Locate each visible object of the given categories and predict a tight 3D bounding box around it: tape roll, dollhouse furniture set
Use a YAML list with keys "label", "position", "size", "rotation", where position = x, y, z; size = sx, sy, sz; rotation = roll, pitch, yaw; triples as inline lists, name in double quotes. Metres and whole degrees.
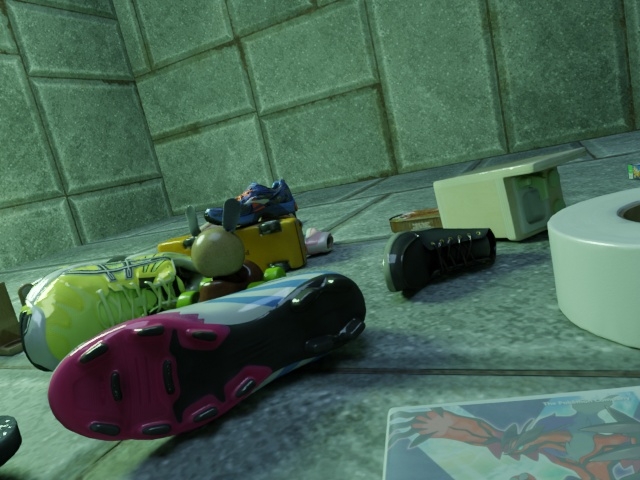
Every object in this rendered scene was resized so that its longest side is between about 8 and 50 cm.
- label: "tape roll"
  position: [0.386, 0.011, 0.461]
  size: [0.286, 0.100, 0.286]
  rotation: [-12, 11, 2]
- label: "dollhouse furniture set"
  position: [-0.509, 0.124, 0.857]
  size: [0.151, 0.123, 0.144]
  rotation: [-6, 13, 30]

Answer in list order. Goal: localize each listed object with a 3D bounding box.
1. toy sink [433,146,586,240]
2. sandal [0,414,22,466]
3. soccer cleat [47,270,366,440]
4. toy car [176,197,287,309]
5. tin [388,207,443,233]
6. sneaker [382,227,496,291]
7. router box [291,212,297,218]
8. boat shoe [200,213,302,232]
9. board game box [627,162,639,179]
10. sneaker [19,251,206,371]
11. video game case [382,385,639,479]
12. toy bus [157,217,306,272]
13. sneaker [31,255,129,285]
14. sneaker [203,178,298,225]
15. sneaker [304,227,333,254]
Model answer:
- label: "toy sink"
  position: [0.357, -0.077, 0.871]
  size: [0.153, 0.131, 0.234]
  rotation: [-19, 7, -29]
- label: "sandal"
  position: [-0.369, 0.217, 0.438]
  size: [0.254, 0.054, 0.097]
  rotation: [-18, 0, 26]
- label: "soccer cleat"
  position: [-0.105, 0.117, 0.509]
  size: [0.331, 0.116, 0.143]
  rotation: [-14, -2, -28]
- label: "toy car"
  position: [-0.161, 0.026, 0.782]
  size: [0.155, 0.188, 0.149]
  rotation: [-9, 11, 16]
- label: "tin"
  position: [0.254, -0.049, 1.098]
  size: [0.190, 0.040, 0.106]
  rotation: [-6, 9, 33]
- label: "sneaker"
  position: [0.184, 0.017, 0.706]
  size: [0.118, 0.083, 0.222]
  rotation: [-4, 13, 36]
- label: "router box"
  position: [-0.166, -0.052, 1.577]
  size: [0.133, 0.046, 0.179]
  rotation: [-10, 11, 15]
- label: "boat shoe"
  position: [-0.189, -0.017, 1.235]
  size: [0.324, 0.123, 0.116]
  rotation: [-22, 16, -35]
- label: "board game box"
  position: [0.840, -0.174, 1.060]
  size: [0.201, 0.035, 0.136]
  rotation: [-12, 11, 3]
- label: "sneaker"
  position: [-0.322, 0.087, 0.786]
  size: [0.147, 0.145, 0.384]
  rotation: [-10, 12, 15]
- label: "video game case"
  position: [0.134, 0.145, 0.265]
  size: [0.201, 0.023, 0.183]
  rotation: [-10, 11, 13]
- label: "toy bus"
  position: [-0.195, 0.025, 1.052]
  size: [0.333, 0.108, 0.130]
  rotation: [-10, 8, 13]
- label: "sneaker"
  position: [-0.517, 0.102, 1.063]
  size: [0.296, 0.104, 0.147]
  rotation: [-14, 7, -42]
- label: "sneaker"
  position: [-0.157, -0.083, 1.033]
  size: [0.221, 0.087, 0.083]
  rotation: [-17, 8, -36]
- label: "sneaker"
  position: [0.000, 0.000, 1.106]
  size: [0.070, 0.051, 0.134]
  rotation: [-9, 14, 10]
